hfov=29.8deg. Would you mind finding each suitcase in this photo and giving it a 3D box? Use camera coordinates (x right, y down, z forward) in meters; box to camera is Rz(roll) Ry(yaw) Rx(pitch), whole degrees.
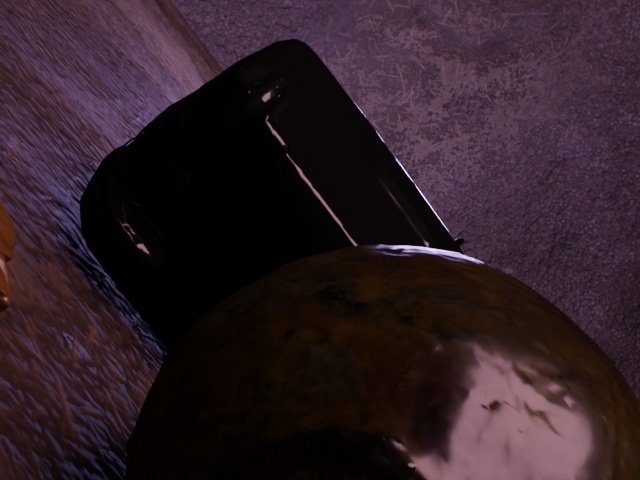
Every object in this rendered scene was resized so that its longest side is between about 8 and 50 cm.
[{"bbox_3d":[0.005,0.021,0.930,0.345,0.188,0.339,52,18,-8],"label":"suitcase"}]

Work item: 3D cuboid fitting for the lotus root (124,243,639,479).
[{"bbox_3d":[0.038,0.118,0.586,0.250,0.250,0.346,54,8,8],"label":"lotus root"}]

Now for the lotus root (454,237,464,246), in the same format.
[{"bbox_3d":[0.073,0.080,1.506,0.074,0.260,0.170,-118,-157,-53],"label":"lotus root"}]

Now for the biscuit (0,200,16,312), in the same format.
[{"bbox_3d":[-0.202,-0.042,0.597,0.162,0.035,0.250,57,2,-17],"label":"biscuit"}]
